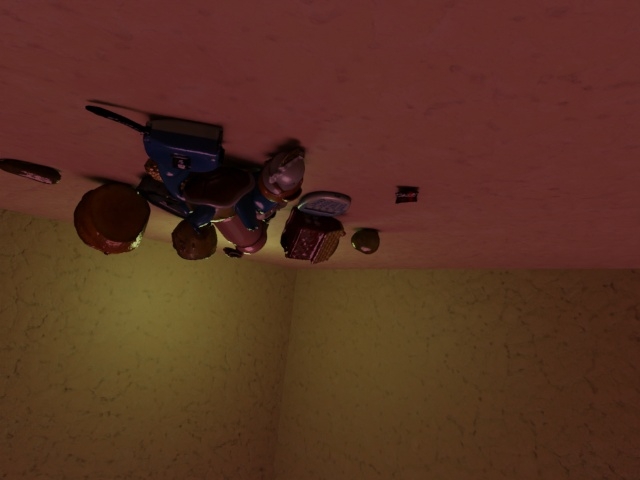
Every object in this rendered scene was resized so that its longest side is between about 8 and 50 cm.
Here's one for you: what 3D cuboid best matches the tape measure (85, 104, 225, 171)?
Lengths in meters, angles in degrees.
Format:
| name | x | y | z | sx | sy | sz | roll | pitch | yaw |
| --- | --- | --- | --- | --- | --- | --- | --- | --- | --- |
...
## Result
| name | x | y | z | sx | sy | sz | roll | pitch | yaw |
| --- | --- | --- | --- | --- | --- | --- | --- | --- | --- |
| tape measure | -0.439 | -0.270 | 1.336 | 0.350 | 0.098 | 0.215 | 10 | 169 | -10 |

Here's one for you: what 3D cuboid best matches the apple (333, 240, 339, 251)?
| name | x | y | z | sx | sy | sz | roll | pitch | yaw |
| --- | --- | --- | --- | --- | --- | --- | --- | --- | --- |
| apple | 0.000 | 0.000 | 2.353 | 0.199 | 0.200 | 0.200 | 6 | 171 | 1 |

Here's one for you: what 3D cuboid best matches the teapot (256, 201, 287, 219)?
| name | x | y | z | sx | sy | sz | roll | pitch | yaw |
| --- | --- | --- | --- | --- | --- | --- | --- | --- | --- |
| teapot | -0.201 | -0.139 | 1.797 | 0.092 | 0.145 | 0.226 | 36 | -145 | 10 |

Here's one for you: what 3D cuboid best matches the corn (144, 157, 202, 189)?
| name | x | y | z | sx | sy | sz | roll | pitch | yaw |
| --- | --- | --- | --- | --- | --- | --- | --- | --- | --- |
| corn | -0.458 | -0.215 | 1.669 | 0.101 | 0.102 | 0.312 | -2 | 164 | 41 |

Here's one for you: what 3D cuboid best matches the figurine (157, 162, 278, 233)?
| name | x | y | z | sx | sy | sz | roll | pitch | yaw |
| --- | --- | --- | --- | --- | --- | --- | --- | --- | --- |
| figurine | -0.333 | -0.145 | 1.588 | 0.415 | 0.243 | 0.298 | 12 | -173 | -27 |

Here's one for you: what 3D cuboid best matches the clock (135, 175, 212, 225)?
| name | x | y | z | sx | sy | sz | roll | pitch | yaw |
| --- | --- | --- | --- | --- | --- | --- | --- | --- | --- |
| clock | -0.571 | -0.155 | 1.954 | 0.324 | 0.067 | 0.325 | 20 | 167 | 5 |

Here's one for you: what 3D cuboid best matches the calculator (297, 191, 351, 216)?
| name | x | y | z | sx | sy | sz | roll | pitch | yaw |
| --- | --- | --- | --- | --- | --- | --- | --- | --- | --- |
| calculator | 0.011 | -0.140 | 1.953 | 0.188 | 0.043 | 0.302 | 9 | 170 | -19 |

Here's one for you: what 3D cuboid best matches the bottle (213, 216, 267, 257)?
| name | x | y | z | sx | sy | sz | roll | pitch | yaw |
| --- | --- | --- | --- | --- | --- | --- | --- | --- | --- |
| bottle | -0.327 | -0.063 | 1.900 | 0.173 | 0.206 | 0.297 | 41 | 166 | 34 |

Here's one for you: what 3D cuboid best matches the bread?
| name | x | y | z | sx | sy | sz | roll | pitch | yaw |
| --- | --- | --- | --- | --- | --- | --- | --- | --- | --- |
| bread | -0.864 | -0.100 | 2.056 | 0.311 | 0.313 | 0.172 | 13 | 155 | -35 |

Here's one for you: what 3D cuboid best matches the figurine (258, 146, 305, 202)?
| name | x | y | z | sx | sy | sz | roll | pitch | yaw |
| --- | --- | --- | --- | --- | --- | --- | --- | --- | --- |
| figurine | -0.110 | -0.203 | 1.448 | 0.143 | 0.144 | 0.271 | 7 | 151 | -2 |

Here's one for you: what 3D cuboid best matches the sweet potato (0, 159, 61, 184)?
| name | x | y | z | sx | sy | sz | roll | pitch | yaw |
| --- | --- | --- | --- | --- | --- | --- | --- | --- | --- |
| sweet potato | -1.139 | -0.270 | 1.909 | 0.232 | 0.062 | 0.081 | 14 | 170 | -25 |

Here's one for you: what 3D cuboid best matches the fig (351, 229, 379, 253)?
| name | x | y | z | sx | sy | sz | roll | pitch | yaw |
| --- | --- | --- | --- | --- | --- | --- | --- | --- | --- |
| fig | 0.224 | 0.008 | 2.445 | 0.152 | 0.121 | 0.136 | 1 | 174 | 30 |

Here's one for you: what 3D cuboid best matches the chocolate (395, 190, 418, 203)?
| name | x | y | z | sx | sy | sz | roll | pitch | yaw |
| --- | --- | --- | --- | --- | --- | --- | --- | --- | --- |
| chocolate | 0.302 | -0.153 | 1.722 | 0.085 | 0.028 | 0.182 | -3 | 170 | 11 |

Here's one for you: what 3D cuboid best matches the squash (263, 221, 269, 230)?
| name | x | y | z | sx | sy | sz | roll | pitch | yaw |
| --- | --- | --- | --- | --- | --- | --- | --- | --- | --- |
| squash | -0.344 | -0.071 | 2.524 | 0.132 | 0.105 | 0.105 | 29 | 164 | -17 |

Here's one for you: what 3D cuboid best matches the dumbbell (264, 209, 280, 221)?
| name | x | y | z | sx | sy | sz | roll | pitch | yaw |
| --- | --- | --- | --- | --- | --- | --- | --- | --- | --- |
| dumbbell | -0.260 | -0.128 | 2.034 | 0.208 | 0.099 | 0.099 | 1 | 169 | 26 |

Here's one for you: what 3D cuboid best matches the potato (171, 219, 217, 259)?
| name | x | y | z | sx | sy | sz | roll | pitch | yaw |
| --- | --- | --- | --- | --- | --- | --- | --- | --- | --- |
| potato | -0.668 | -0.044 | 2.608 | 0.246 | 0.197 | 0.299 | -3 | -156 | -28 |

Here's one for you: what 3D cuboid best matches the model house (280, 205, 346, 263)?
| name | x | y | z | sx | sy | sz | roll | pitch | yaw |
| --- | --- | --- | --- | --- | --- | --- | --- | --- | --- |
| model house | -0.026 | -0.012 | 2.151 | 0.253 | 0.160 | 0.196 | 12 | 125 | -19 |
